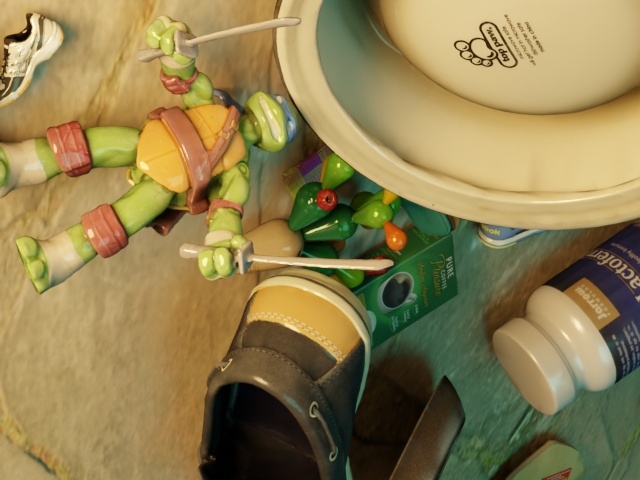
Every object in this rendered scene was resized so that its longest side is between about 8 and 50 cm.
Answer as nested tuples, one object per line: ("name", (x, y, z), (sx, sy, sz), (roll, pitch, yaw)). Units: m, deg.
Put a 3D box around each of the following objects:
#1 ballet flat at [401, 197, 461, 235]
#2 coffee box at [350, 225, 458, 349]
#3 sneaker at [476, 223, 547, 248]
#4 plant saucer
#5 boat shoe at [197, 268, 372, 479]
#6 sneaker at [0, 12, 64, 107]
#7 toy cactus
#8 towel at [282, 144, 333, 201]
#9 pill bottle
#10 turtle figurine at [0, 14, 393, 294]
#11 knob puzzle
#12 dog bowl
("ballet flat", (0.091, -0.089, 1.426), (0.232, 0.080, 0.073), (56, 49, -54))
("coffee box", (0.068, 0.061, 1.548), (0.184, 0.040, 0.113), (-32, 140, -16))
("sneaker", (0.245, -0.042, 1.605), (0.144, 0.053, 0.059), (-26, 135, -24))
("plant saucer", (0.102, 0.310, 1.662), (0.310, 0.050, 0.310), (-61, 169, -20))
("boat shoe", (-0.051, 0.249, 1.456), (0.500, 0.187, 0.156), (98, 20, -44))
("sneaker", (-0.242, -0.145, 1.106), (0.037, 0.032, 0.083), (36, 92, -37))
("toy cactus", (0.000, 0.000, 1.390), (0.180, 0.112, 0.219), (-18, 157, -7))
("towel", (0.002, -0.071, 1.398), (0.083, 0.009, 0.060), (-38, 142, -7))
("pill bottle", (0.354, 0.094, 1.742), (0.265, 0.153, 0.153), (-33, 140, -15))
("turtle figurine", (-0.126, -0.067, 1.122), (0.266, 0.274, 0.198), (-22, 121, -13))
("knob puzzle", (0.306, 0.358, 2.032), (0.213, 0.030, 0.213), (-23, 137, -24))
("dog bowl", (0.174, -0.189, 1.182), (0.408, 0.408, 0.150), (67, 30, -49))
